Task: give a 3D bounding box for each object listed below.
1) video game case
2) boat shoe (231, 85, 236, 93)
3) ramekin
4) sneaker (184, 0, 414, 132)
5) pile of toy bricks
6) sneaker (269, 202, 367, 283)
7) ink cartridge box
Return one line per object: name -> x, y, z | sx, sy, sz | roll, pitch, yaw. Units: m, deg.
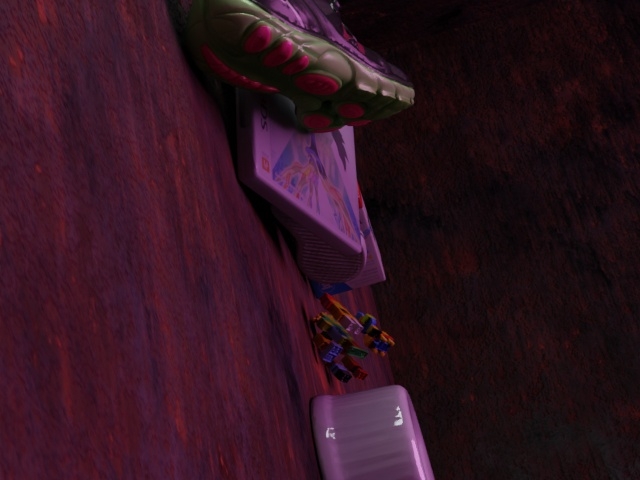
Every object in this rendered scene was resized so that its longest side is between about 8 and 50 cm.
video game case -> -0.030, -0.166, 1.780 | 0.329, 0.036, 0.300 | 36, 45, -56
boat shoe -> -0.120, -0.296, 1.790 | 0.066, 0.066, 0.183 | -93, 165, -64
ramekin -> 0.088, 0.338, 1.694 | 0.277, 0.135, 0.277 | -16, 90, -85
sneaker -> -0.008, -0.279, 1.630 | 0.483, 0.185, 0.202 | 24, 59, -61
pile of toy bricks -> 0.031, 0.154, 1.988 | 0.105, 0.118, 0.212 | 45, 7, 29
sneaker -> -0.002, -0.047, 1.983 | 0.321, 0.126, 0.128 | 64, 17, -57
ink cartridge box -> 0.021, -0.022, 2.117 | 0.078, 0.134, 0.231 | -97, 169, -59
